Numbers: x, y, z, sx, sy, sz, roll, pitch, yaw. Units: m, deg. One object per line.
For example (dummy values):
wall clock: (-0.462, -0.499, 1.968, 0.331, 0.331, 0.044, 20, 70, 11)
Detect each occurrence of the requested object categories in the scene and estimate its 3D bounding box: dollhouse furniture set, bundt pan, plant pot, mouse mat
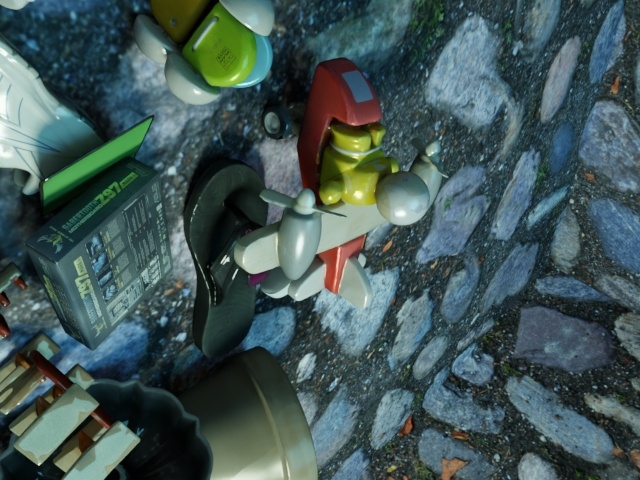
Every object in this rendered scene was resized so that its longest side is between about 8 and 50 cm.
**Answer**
dollhouse furniture set: (-0.361, 0.169, 0.804, 0.135, 0.262, 0.259, -46, 117, -19)
bundt pan: (-0.343, 0.397, 0.983, 0.331, 0.331, 0.124, -32, 161, -34)
plant pot: (-0.203, 0.405, 1.225, 0.280, 0.323, 0.323, -15, 133, -24)
mouse mat: (-0.282, -0.090, 0.762, 0.153, 0.007, 0.190, -39, -172, -26)

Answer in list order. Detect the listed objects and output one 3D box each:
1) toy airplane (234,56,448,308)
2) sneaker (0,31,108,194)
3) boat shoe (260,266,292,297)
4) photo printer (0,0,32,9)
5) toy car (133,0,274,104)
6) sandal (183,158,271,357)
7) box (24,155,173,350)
toy airplane: (0.061, -0.055, 1.032, 0.384, 0.272, 0.386, 40, 69, -44)
sneaker: (-0.349, -0.144, 0.641, 0.129, 0.111, 0.297, -45, 148, -7)
boat shoe: (-0.003, -0.002, 1.252, 0.306, 0.113, 0.105, -58, 136, -13)
photo printer: (-0.237, -0.395, 0.517, 0.307, 0.107, 0.256, -54, 151, -20)
toy car: (-0.129, -0.262, 0.765, 0.159, 0.182, 0.136, -46, 160, 21)
sandal: (-0.146, 0.053, 1.108, 0.168, 0.107, 0.445, -30, 141, -36)
box: (-0.292, 0.024, 0.849, 0.183, 0.059, 0.232, -52, 163, -34)
